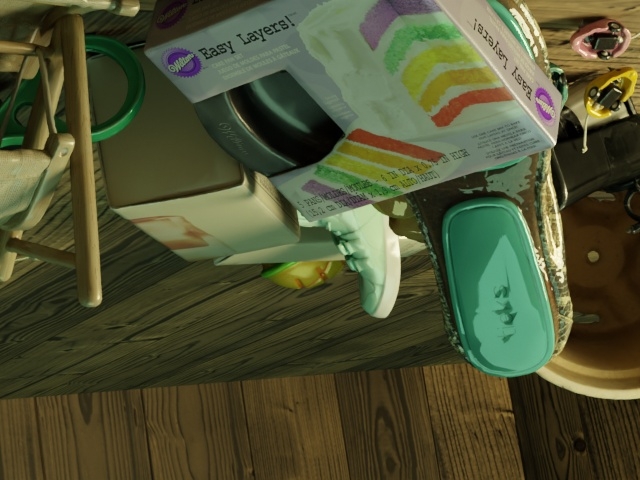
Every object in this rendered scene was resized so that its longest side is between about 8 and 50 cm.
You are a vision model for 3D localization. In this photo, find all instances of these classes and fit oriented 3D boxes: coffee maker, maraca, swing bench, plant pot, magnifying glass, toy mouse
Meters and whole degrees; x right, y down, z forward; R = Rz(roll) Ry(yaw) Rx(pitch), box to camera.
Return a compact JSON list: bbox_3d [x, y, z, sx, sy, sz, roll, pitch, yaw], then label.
[{"bbox_3d":[0.263,-0.077,1.857,0.178,0.171,0.120,-24,160,-44],"label":"coffee maker"},{"bbox_3d":[0.000,0.000,2.348,0.186,0.099,0.127,-32,-173,-28],"label":"maraca"},{"bbox_3d":[-0.297,-0.085,1.357,0.253,0.254,0.165,3,-174,-42],"label":"swing bench"},{"bbox_3d":[0.360,0.021,2.269,0.334,0.334,0.305,-9,-179,2],"label":"plant pot"},{"bbox_3d":[-0.257,-0.102,1.515,0.231,0.092,0.026,-27,166,-7],"label":"magnifying glass"},{"bbox_3d":[0.247,-0.172,1.731,0.143,0.031,0.161,18,123,-32],"label":"toy mouse"}]

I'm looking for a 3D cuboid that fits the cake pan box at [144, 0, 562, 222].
[{"bbox_3d":[0.024,-0.136,1.458,0.267,0.070,0.246,-15,133,32],"label":"cake pan box"}]

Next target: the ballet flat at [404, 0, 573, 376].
[{"bbox_3d":[0.146,-0.085,1.667,0.164,0.182,0.483,-7,131,10],"label":"ballet flat"}]

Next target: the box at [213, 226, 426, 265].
[{"bbox_3d":[0.005,-0.037,2.115,0.275,0.113,0.094,-4,168,-31],"label":"box"}]

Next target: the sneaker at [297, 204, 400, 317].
[{"bbox_3d":[0.011,-0.019,2.010,0.151,0.094,0.256,-7,124,-3],"label":"sneaker"}]

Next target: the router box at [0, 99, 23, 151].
[{"bbox_3d":[-0.430,-0.031,1.557,0.243,0.081,0.309,-52,151,19],"label":"router box"}]

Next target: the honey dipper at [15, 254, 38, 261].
[{"bbox_3d":[-0.372,0.027,1.887,0.161,0.030,0.030,-12,169,-8],"label":"honey dipper"}]

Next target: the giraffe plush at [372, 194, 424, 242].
[{"bbox_3d":[0.043,-0.099,1.799,0.170,0.181,0.210,-3,-152,26],"label":"giraffe plush"}]

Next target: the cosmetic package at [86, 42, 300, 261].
[{"bbox_3d":[-0.114,-0.081,1.698,0.129,0.153,0.296,-11,167,7],"label":"cosmetic package"}]
